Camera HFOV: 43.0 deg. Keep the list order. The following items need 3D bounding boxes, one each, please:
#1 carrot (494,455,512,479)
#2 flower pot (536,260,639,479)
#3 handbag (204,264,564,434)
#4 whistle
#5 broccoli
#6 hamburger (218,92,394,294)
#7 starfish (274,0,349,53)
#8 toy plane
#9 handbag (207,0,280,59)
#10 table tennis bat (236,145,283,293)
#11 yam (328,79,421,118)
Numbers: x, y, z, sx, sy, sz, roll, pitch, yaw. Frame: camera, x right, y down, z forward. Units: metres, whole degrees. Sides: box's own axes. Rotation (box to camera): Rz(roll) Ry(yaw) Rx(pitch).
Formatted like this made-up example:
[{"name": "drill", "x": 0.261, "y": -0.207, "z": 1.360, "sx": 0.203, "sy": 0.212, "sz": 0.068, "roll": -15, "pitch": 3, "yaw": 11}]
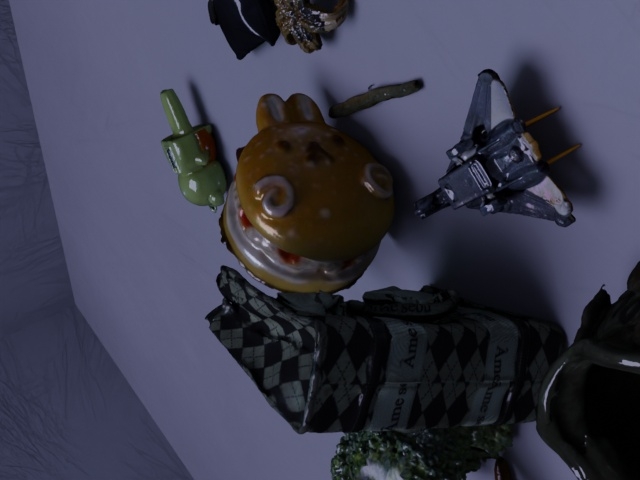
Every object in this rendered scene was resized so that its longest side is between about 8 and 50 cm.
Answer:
[{"name": "carrot", "x": 0.328, "y": 0.512, "z": 1.379, "sx": 0.069, "sy": 0.069, "sz": 0.336, "roll": 18, "pitch": 122, "yaw": 54}, {"name": "flower pot", "x": 0.373, "y": 0.159, "z": 0.822, "sx": 0.302, "sy": 0.213, "sz": 0.302, "roll": 40, "pitch": 145, "yaw": 36}, {"name": "handbag", "x": 0.075, "y": 0.132, "z": 1.106, "sx": 0.316, "sy": 0.416, "sz": 0.180, "roll": 24, "pitch": 104, "yaw": 53}, {"name": "whistle", "x": -0.279, "y": -0.191, "z": 1.764, "sx": 0.131, "sy": 0.106, "sz": 0.289, "roll": 13, "pitch": 125, "yaw": 59}, {"name": "broccoli", "x": 0.183, "y": 0.342, "z": 1.258, "sx": 0.302, "sy": 0.249, "sz": 0.375, "roll": 30, "pitch": 167, "yaw": 16}, {"name": "hamburger", "x": -0.019, "y": -0.082, "z": 1.274, "sx": 0.186, "sy": 0.260, "sz": 0.303, "roll": 111, "pitch": 155, "yaw": -49}, {"name": "starfish", "x": -0.032, "y": -0.360, "z": 1.237, "sx": 0.146, "sy": 0.074, "sz": 0.190, "roll": 57, "pitch": 154, "yaw": 0}, {"name": "toy plane", "x": 0.192, "y": -0.077, "z": 1.051, "sx": 0.204, "sy": 0.103, "sz": 0.316, "roll": 62, "pitch": 152, "yaw": 2}, {"name": "handbag", "x": -0.154, "y": -0.433, "z": 1.350, "sx": 0.211, "sy": 0.088, "sz": 0.254, "roll": 15, "pitch": 127, "yaw": 69}, {"name": "table tennis bat", "x": -0.077, "y": -0.010, "z": 1.460, "sx": 0.415, "sy": 0.051, "sz": 0.268, "roll": -112, "pitch": -3, "yaw": -48}, {"name": "yam", "x": 0.076, "y": -0.214, "z": 1.221, "sx": 0.027, "sy": 0.029, "sz": 0.234, "roll": 44, "pitch": 158, "yaw": -21}]
